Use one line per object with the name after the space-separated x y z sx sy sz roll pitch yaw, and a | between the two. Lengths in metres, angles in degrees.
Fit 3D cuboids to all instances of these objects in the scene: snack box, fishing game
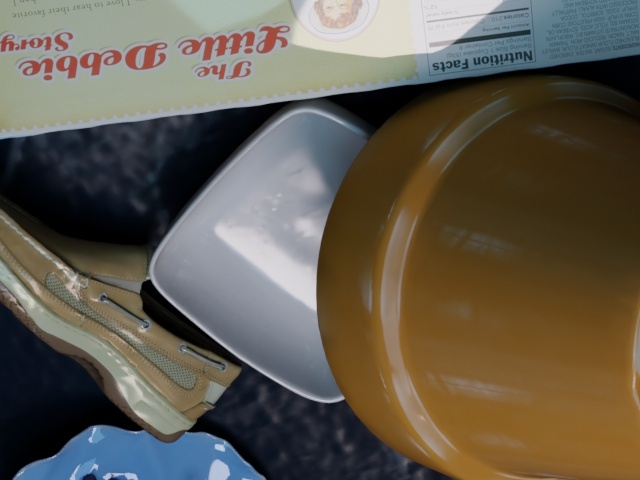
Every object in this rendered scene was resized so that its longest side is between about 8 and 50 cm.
-0.017 -0.159 0.741 0.322 0.060 0.187 -7 118 3 | snack box
-0.109 0.192 0.917 0.264 0.041 0.189 24 103 -21 | fishing game

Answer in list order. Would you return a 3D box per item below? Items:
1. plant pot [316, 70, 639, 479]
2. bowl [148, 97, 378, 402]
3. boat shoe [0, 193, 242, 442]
0.131 0.029 0.728 0.205 0.188 0.205 -5 100 -28 | plant pot
0.000 0.000 0.833 0.142 0.053 0.142 38 112 -18 | bowl
-0.115 0.024 0.846 0.072 0.068 0.190 -40 122 6 | boat shoe
